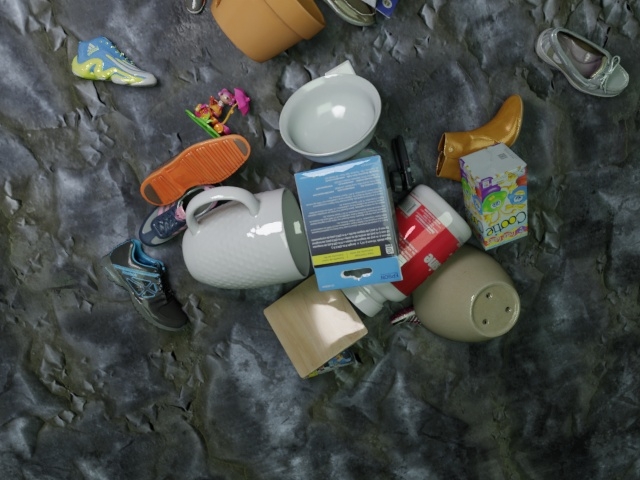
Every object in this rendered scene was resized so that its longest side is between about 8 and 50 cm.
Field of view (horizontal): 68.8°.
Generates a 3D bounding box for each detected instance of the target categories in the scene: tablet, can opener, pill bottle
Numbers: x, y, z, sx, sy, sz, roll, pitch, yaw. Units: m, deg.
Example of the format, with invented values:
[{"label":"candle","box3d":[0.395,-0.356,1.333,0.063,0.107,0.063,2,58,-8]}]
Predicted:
[{"label":"tablet","box3d":[0.061,-0.503,1.421,0.083,0.006,0.054,-29,105,5]},{"label":"can opener","box3d":[0.252,-0.237,1.448,0.073,0.059,0.186,5,78,-39]},{"label":"pill bottle","box3d":[0.248,0.040,1.463,0.229,0.229,0.408,43,99,-13]}]

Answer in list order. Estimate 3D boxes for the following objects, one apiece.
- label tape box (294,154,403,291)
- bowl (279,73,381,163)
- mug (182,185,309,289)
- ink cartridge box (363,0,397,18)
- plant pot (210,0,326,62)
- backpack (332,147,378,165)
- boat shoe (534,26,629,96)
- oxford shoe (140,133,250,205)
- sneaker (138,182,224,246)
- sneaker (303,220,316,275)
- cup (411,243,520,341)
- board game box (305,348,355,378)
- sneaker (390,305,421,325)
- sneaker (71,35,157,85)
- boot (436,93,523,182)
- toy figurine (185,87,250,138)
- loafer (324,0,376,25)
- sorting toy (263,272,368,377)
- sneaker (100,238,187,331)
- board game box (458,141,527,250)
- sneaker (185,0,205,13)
[{"label":"label tape box","box3d":[0.089,-0.048,1.337,0.249,0.115,0.348,-10,99,16]},{"label":"bowl","box3d":[0.040,-0.331,1.368,0.297,0.298,0.134,-25,148,3]},{"label":"mug","box3d":[-0.239,-0.017,1.365,0.327,0.276,0.374,-12,142,10]},{"label":"ink cartridge box","box3d":[0.141,-0.759,1.286,0.223,0.045,0.223,26,71,-11]},{"label":"plant pot","box3d":[-0.153,-0.622,1.250,0.203,0.291,0.291,-36,105,22]},{"label":"backpack","box3d":[0.123,-0.192,1.441,0.165,0.144,0.189,-18,98,6]},{"label":"boat shoe","box3d":[0.802,-0.537,1.409,0.320,0.103,0.118,30,101,-11]},{"label":"oxford shoe","box3d":[-0.363,-0.232,1.366,0.363,0.133,0.130,-20,127,17]},{"label":"sneaker","box3d":[-0.442,-0.082,1.436,0.319,0.131,0.112,-38,104,7]},{"label":"sneaker","box3d":[0.000,0.000,1.493,0.105,0.123,0.290,-3,74,-1]},{"label":"cup","box3d":[0.490,0.187,1.484,0.330,0.237,0.331,-1,97,-12]},{"label":"board game box","box3d":[0.002,0.358,1.619,0.194,0.060,0.194,-17,104,1]},{"label":"sneaker","box3d":[0.327,0.266,1.613,0.170,0.063,0.075,-23,99,-2]},{"label":"sneaker","box3d":[-0.587,-0.513,1.333,0.240,0.091,0.126,7,104,-5]},{"label":"boot","box3d":[0.483,-0.319,1.442,0.211,0.104,0.295,9,110,-12]},{"label":"toy figurine","box3d":[-0.289,-0.390,1.393,0.173,0.130,0.159,39,86,12]},{"label":"loafer","box3d":[0.059,-0.698,1.311,0.251,0.094,0.087,30,138,-10]},{"label":"sorting toy","box3d":[-0.011,0.268,1.525,0.255,0.089,0.257,-36,68,4]},{"label":"sneaker","box3d":[-0.539,0.149,1.492,0.139,0.125,0.341,-39,104,9]},{"label":"board game box","box3d":[0.530,-0.131,1.430,0.142,0.144,0.275,-21,129,2]},{"label":"sneaker","box3d":[-0.352,-0.722,1.305,0.061,0.065,0.158,10,104,-6]}]
